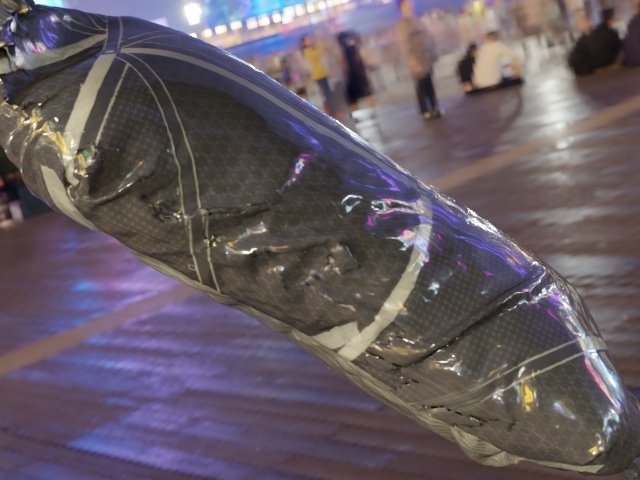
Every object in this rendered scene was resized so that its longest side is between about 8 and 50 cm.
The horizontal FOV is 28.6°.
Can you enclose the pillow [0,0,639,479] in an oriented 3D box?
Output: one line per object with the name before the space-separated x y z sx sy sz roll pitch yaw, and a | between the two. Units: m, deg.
pillow | 0.000 0.000 0.540 0.093 0.335 0.161 -56 14 7
